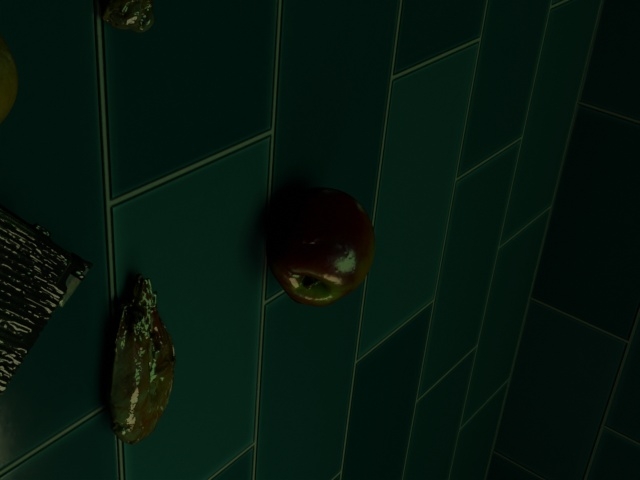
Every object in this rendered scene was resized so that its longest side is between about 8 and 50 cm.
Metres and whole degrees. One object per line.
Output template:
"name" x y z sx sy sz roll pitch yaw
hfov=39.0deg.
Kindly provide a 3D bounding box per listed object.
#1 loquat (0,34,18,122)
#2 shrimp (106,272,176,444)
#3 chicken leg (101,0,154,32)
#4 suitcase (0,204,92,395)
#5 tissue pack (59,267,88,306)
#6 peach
"loquat" -0.356 -0.157 0.839 0.141 0.141 0.141 -38 141 -39
"shrimp" -0.259 0.170 1.332 0.154 0.062 0.294 -45 150 -52
"chicken leg" -0.171 -0.351 1.034 0.252 0.107 0.087 -58 168 4
"suitcase" -0.416 0.032 0.881 0.230 0.152 0.335 -60 148 -11
"tissue pack" -0.334 0.040 1.126 0.063 0.035 0.083 -59 150 -10
"peach" 0.000 0.000 1.499 0.197 0.197 0.197 -38 141 -39
